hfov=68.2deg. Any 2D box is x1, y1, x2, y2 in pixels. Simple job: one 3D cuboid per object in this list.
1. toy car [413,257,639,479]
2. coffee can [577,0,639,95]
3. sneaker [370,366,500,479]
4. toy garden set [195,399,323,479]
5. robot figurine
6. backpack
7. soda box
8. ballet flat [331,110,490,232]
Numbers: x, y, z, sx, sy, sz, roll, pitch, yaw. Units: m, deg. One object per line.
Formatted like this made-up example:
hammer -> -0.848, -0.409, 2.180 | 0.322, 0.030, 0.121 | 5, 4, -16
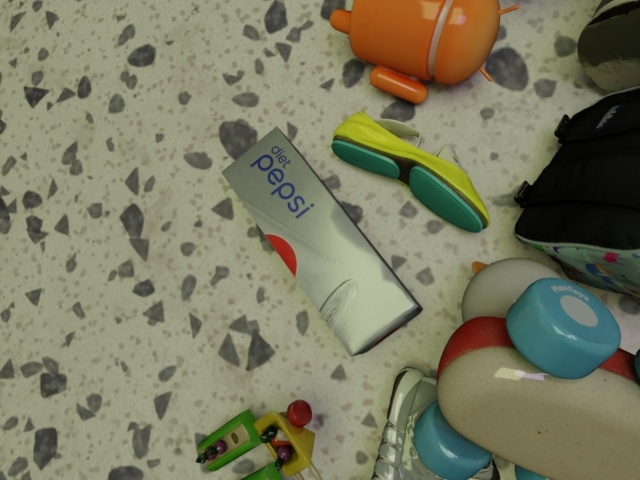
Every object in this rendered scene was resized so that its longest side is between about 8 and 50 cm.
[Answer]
toy car -> 0.223, 0.100, 0.473 | 0.210, 0.238, 0.219 | 20, 129, 0
coffee can -> 0.428, -0.288, 0.475 | 0.202, 0.201, 0.275 | 30, 89, 18
sneaker -> 0.124, 0.266, 0.517 | 0.132, 0.086, 0.228 | 13, 83, 14
toy garden set -> -0.045, 0.310, 0.523 | 0.204, 0.049, 0.244 | -43, 70, 34
robot figurine -> 0.124, -0.271, 0.593 | 0.220, 0.128, 0.158 | 24, 81, 18
backpack -> 0.333, -0.045, 0.432 | 0.191, 0.253, 0.225 | 34, 89, -2
soda box -> 0.000, 0.000, 0.593 | 0.098, 0.091, 0.286 | -38, 73, 6
ballet flat -> 0.121, -0.098, 0.592 | 0.231, 0.077, 0.077 | 33, 73, 20
